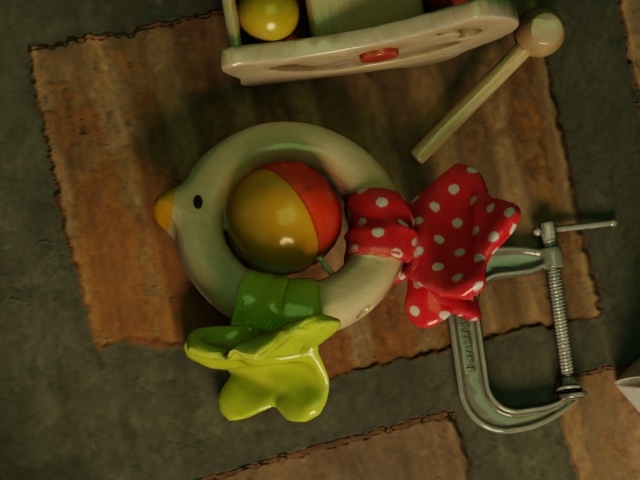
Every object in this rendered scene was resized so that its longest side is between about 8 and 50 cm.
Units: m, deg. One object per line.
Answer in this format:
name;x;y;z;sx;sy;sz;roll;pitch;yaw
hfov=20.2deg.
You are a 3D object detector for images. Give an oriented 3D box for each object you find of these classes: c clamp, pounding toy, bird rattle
c clamp;0.161;0.063;1.333;0.137;0.022;0.160;0;84;-11
pounding toy;0.060;-0.138;1.267;0.269;0.154;0.155;-8;85;-11
bird rattle;0.000;0.000;1.258;0.253;0.143;0.207;-36;75;-14

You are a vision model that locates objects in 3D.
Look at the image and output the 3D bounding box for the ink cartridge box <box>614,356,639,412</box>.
ink cartridge box;0.353;0.090;1.330;0.219;0.092;0.160;-41;92;-12
